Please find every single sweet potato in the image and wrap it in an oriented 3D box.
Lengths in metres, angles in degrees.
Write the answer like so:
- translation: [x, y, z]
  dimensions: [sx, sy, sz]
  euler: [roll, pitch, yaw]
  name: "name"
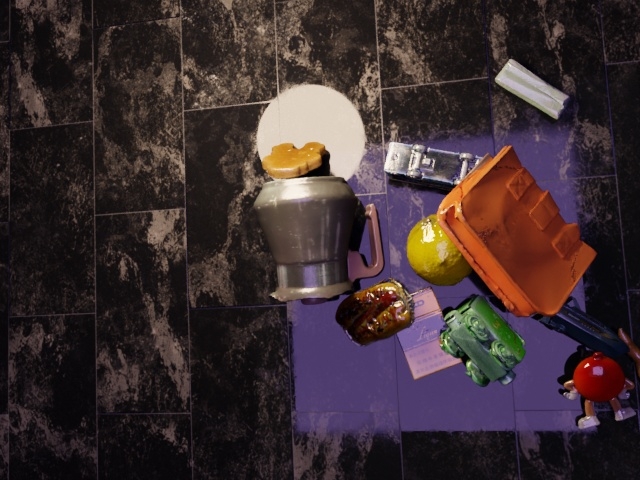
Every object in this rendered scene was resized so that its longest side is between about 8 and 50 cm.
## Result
- translation: [0.879, 0.322, 1.523]
  dimensions: [0.044, 0.044, 0.179]
  euler: [-28, 88, 7]
  name: "sweet potato"

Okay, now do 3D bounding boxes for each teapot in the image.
- translation: [0.000, 0.000, 1.610]
  dimensions: [0.376, 0.305, 0.362]
  euler: [-6, 93, -19]
  name: "teapot"

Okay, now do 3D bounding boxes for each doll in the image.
- translation: [0.769, 0.407, 1.518]
  dimensions: [0.183, 0.085, 0.217]
  euler: [-17, 100, 11]
  name: "doll"

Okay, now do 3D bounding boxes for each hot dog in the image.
- translation: [0.157, 0.214, 1.592]
  dimensions: [0.270, 0.082, 0.163]
  euler: [-31, 79, 36]
  name: "hot dog"

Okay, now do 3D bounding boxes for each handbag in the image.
- translation: [0.530, -0.017, 1.477]
  dimensions: [0.303, 0.116, 0.410]
  euler: [-45, 99, -23]
  name: "handbag"

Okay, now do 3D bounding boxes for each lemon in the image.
- translation: [0.345, 0.028, 1.562]
  dimensions: [0.192, 0.192, 0.231]
  euler: [-32, 120, 6]
  name: "lemon"

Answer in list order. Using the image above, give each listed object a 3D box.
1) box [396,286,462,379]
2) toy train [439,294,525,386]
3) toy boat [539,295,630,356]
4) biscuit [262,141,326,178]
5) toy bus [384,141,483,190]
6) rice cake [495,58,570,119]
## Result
- translation: [0.303, 0.273, 1.620]
  dimensions: [0.152, 0.070, 0.237]
  euler: [-22, 84, 8]
  name: "box"
- translation: [0.454, 0.282, 1.527]
  dimensions: [0.243, 0.188, 0.132]
  euler: [49, 128, 10]
  name: "toy train"
- translation: [0.748, 0.246, 1.527]
  dimensions: [0.246, 0.093, 0.103]
  euler: [31, 70, 11]
  name: "toy boat"
- translation: [-0.083, -0.238, 1.631]
  dimensions: [0.186, 0.295, 0.044]
  euler: [-2, 115, 13]
  name: "biscuit"
- translation: [0.345, -0.210, 1.617]
  dimensions: [0.297, 0.131, 0.106]
  euler: [13, 85, 10]
  name: "toy bus"
- translation: [0.636, -0.451, 1.628]
  dimensions: [0.221, 0.042, 0.080]
  euler: [37, 88, 12]
  name: "rice cake"
